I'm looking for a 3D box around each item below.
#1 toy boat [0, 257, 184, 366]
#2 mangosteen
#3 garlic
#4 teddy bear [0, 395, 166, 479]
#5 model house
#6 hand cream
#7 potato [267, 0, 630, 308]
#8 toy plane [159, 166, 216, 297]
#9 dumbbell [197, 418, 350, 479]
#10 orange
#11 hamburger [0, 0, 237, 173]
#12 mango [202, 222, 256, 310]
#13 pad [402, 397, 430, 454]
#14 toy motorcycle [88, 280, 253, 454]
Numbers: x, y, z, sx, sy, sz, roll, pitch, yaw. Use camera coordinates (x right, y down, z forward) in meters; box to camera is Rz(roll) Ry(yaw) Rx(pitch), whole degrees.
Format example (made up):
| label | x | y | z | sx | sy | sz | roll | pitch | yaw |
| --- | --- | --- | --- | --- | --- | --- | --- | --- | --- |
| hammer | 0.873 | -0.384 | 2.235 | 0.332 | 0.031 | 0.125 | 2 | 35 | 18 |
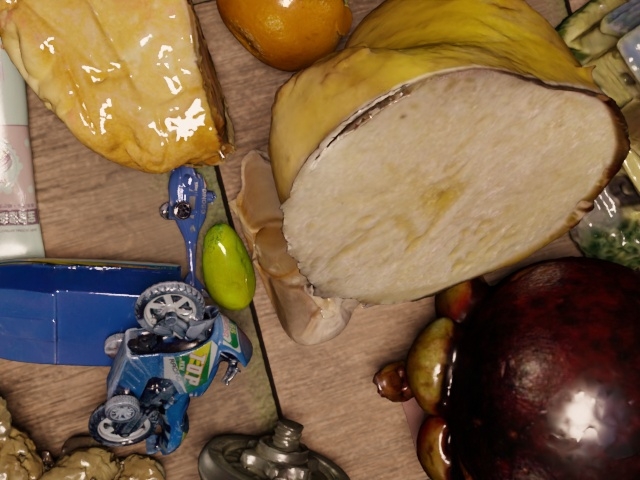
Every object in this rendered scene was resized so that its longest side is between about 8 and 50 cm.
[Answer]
| label | x | y | z | sx | sy | sz | roll | pitch | yaw |
| --- | --- | --- | --- | --- | --- | --- | --- | --- | --- |
| toy boat | -0.299 | 0.078 | 0.826 | 0.295 | 0.088 | 0.129 | 3 | 113 | -10 |
| mangosteen | 0.233 | 0.162 | 0.798 | 0.346 | 0.307 | 0.307 | 9 | 92 | 23 |
| garlic | 0.000 | 0.000 | 0.827 | 0.142 | 0.178 | 0.229 | -13 | 106 | -27 |
| teddy bear | -0.339 | 0.296 | 0.811 | 0.256 | 0.156 | 0.267 | 44 | 89 | -5 |
| model house | 0.388 | -0.124 | 0.809 | 0.261 | 0.266 | 0.321 | -37 | 96 | -7 |
| hand cream | -0.361 | -0.112 | 0.841 | 0.085 | 0.058 | 0.331 | -4 | 98 | -25 |
| potato | 0.083 | -0.129 | 0.735 | 0.397 | 0.290 | 0.296 | -3 | 50 | -31 |
| toy plane | -0.150 | -0.016 | 0.868 | 0.062 | 0.054 | 0.167 | -3 | 93 | -31 |
| dumbbell | -0.089 | 0.395 | 0.829 | 0.179 | 0.179 | 0.406 | 16 | 92 | -6 |
| orange | -0.039 | -0.263 | 0.814 | 0.154 | 0.154 | 0.134 | 36 | 84 | -6 |
| hamburger | -0.229 | -0.220 | 0.792 | 0.209 | 0.162 | 0.330 | -15 | 97 | -2 |
| mango | -0.105 | 0.029 | 0.837 | 0.056 | 0.073 | 0.108 | -7 | 125 | 3 |
| pad | 0.194 | 0.192 | 0.933 | 0.187 | 0.006 | 0.113 | -17 | 93 | -6 |
| toy motorcycle | -0.156 | 0.142 | 0.785 | 0.135 | 0.092 | 0.254 | 12 | 125 | -26 |
